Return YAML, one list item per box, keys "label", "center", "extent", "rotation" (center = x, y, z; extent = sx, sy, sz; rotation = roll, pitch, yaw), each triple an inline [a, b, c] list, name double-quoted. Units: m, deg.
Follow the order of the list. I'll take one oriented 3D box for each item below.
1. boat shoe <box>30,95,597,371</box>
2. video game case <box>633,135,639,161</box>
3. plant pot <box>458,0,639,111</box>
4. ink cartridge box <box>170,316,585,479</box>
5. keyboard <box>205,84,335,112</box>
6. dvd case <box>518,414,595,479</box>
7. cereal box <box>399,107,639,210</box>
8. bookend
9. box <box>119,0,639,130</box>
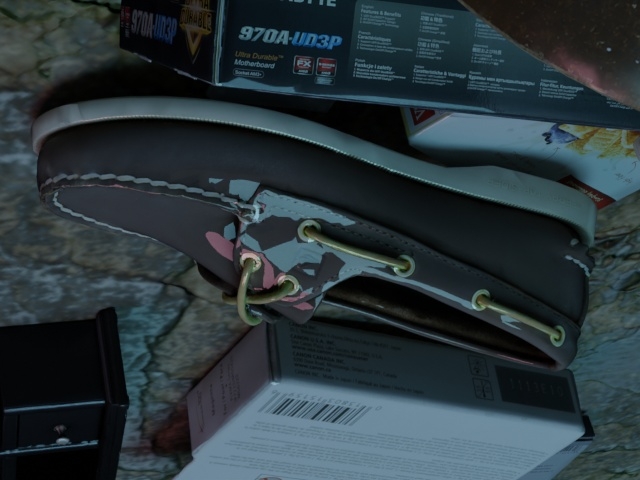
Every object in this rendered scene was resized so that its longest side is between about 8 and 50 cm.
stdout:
- label: "boat shoe"
  center: [0.000, 0.000, 0.858]
  extent: [0.324, 0.097, 0.116]
  rotation: [12, 163, -19]
- label: "video game case"
  center: [0.274, -0.077, 0.866]
  extent: [0.157, 0.019, 0.143]
  rotation: [5, 148, -35]
- label: "plant pot"
  center: [0.166, -0.187, 0.565]
  extent: [0.215, 0.215, 0.230]
  rotation: [4, 129, -28]
- label: "ink cartridge box"
  center: [0.023, 0.157, 1.207]
  extent: [0.275, 0.060, 0.239]
  rotation: [12, 143, -29]
- label: "keyboard"
  center: [0.023, -0.141, 0.761]
  extent: [0.072, 0.014, 0.256]
  rotation: [8, 144, -24]
- label: "dvd case"
  center: [0.111, 0.219, 1.401]
  extent: [0.179, 0.030, 0.239]
  rotation: [1, 147, -23]
- label: "cereal box"
  center: [0.184, -0.096, 0.862]
  extent: [0.240, 0.047, 0.173]
  rotation: [-30, 147, 27]
- label: "bookend"
  center: [-0.214, 0.120, 1.055]
  extent: [0.156, 0.072, 0.157]
  rotation: [-4, 149, -15]
- label: "box"
  center: [0.036, -0.089, 0.687]
  extent: [0.220, 0.051, 0.175]
  rotation: [4, -170, -19]
